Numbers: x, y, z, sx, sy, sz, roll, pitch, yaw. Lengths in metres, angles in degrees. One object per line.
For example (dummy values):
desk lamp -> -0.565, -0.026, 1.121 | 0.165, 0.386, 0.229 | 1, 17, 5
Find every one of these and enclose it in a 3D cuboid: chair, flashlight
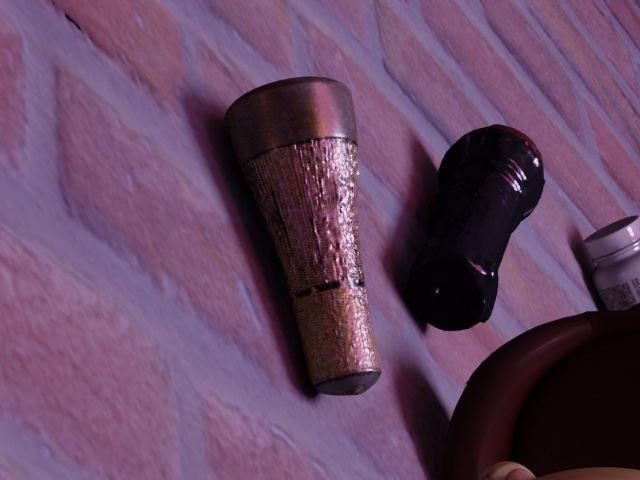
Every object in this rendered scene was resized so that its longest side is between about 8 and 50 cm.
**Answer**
chair -> 0.258, 0.152, 1.452 | 0.401, 0.226, 0.226 | -4, 71, -67
flashlight -> 0.117, -0.010, 1.494 | 0.093, 0.093, 0.232 | 59, 28, -16

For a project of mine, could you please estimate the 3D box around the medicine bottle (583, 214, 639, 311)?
medicine bottle -> 0.318, 0.050, 1.897 | 0.140, 0.079, 0.079 | 63, 21, -6

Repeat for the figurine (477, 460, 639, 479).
figurine -> 0.095, 0.231, 0.930 | 0.324, 0.124, 0.222 | -27, 70, -27

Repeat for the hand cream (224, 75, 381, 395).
hand cream -> 0.000, 0.000, 1.212 | 0.084, 0.084, 0.203 | 14, 60, -64
